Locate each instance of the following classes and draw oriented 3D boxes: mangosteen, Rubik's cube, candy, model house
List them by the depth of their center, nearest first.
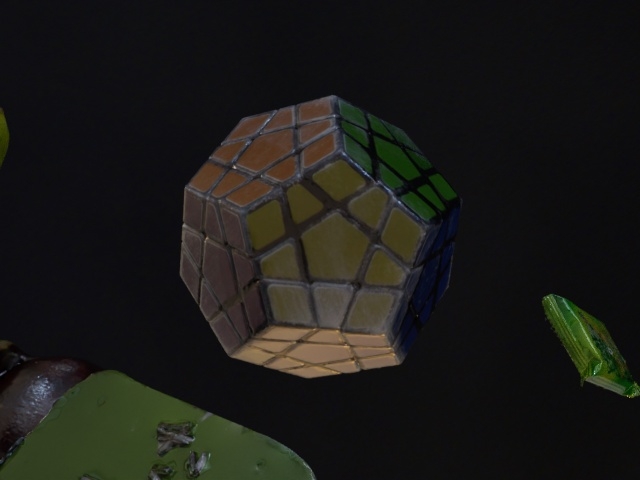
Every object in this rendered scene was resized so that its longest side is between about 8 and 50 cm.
[{"bbox_3d":[-0.119,0.241,0.595,0.207,0.294,0.154,17,-37,35],"label":"model house"},{"bbox_3d":[-0.293,0.213,1.205,0.210,0.210,0.209,12,-67,30],"label":"mangosteen"},{"bbox_3d":[0.287,0.113,1.210,0.032,0.178,0.102,-31,-115,19],"label":"candy"},{"bbox_3d":[0.000,0.000,1.270,0.264,0.319,0.319,22,-62,20],"label":"Rubik's cube"}]

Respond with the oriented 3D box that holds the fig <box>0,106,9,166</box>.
[{"bbox_3d":[-0.254,0.030,0.526,0.167,0.234,0.167,173,-90,-76],"label":"fig"}]
